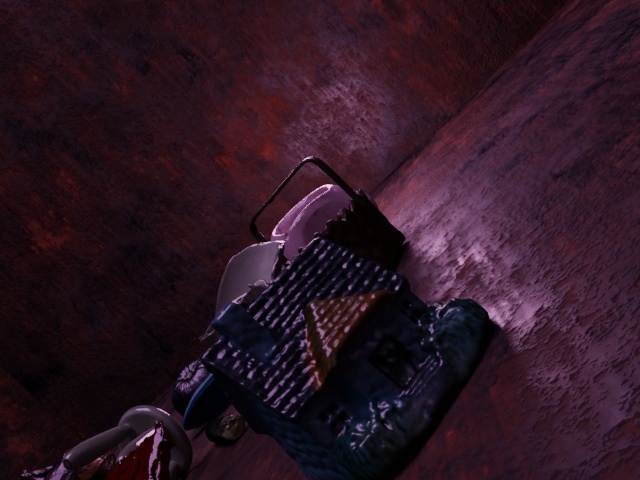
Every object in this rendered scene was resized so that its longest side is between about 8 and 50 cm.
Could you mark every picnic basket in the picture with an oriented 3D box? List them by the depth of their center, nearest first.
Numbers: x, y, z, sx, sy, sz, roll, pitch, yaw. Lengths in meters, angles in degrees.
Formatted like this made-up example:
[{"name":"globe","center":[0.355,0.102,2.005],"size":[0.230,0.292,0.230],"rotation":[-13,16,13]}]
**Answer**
[{"name":"picnic basket","center":[0.014,-0.012,1.548],"size":[0.254,0.321,0.291],"rotation":[-47,1,24]}]

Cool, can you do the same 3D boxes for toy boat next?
[{"name":"toy boat","center":[-0.280,0.413,1.769],"size":[0.299,0.096,0.061],"rotation":[-47,13,6]}]

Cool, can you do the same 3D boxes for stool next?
[{"name":"stool","center":[-0.409,0.485,1.415],"size":[0.196,0.195,0.199],"rotation":[-7,13,24]}]

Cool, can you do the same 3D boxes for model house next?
[{"name":"model house","center":[0.022,0.111,0.786],"size":[0.261,0.241,0.226],"rotation":[-47,2,-30]}]

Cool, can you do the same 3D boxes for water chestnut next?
[{"name":"water chestnut","center":[-0.675,0.681,1.764],"size":[0.300,0.300,0.300],"rotation":[-45,4,4]}]

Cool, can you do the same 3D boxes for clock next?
[{"name":"clock","center":[0.000,0.000,1.944],"size":[0.368,0.250,0.377],"rotation":[-46,5,-14]}]

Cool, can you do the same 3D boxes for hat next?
[{"name":"hat","center":[-0.113,0.150,1.429],"size":[0.258,0.168,0.301],"rotation":[-1,75,48]}]

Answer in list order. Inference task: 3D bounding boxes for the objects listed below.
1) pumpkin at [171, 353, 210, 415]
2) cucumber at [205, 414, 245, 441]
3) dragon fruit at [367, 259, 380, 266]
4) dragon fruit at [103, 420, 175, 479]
[{"name":"pumpkin","center":[-0.340,0.424,1.904],"size":[0.202,0.140,0.202],"rotation":[-33,27,19]},{"name":"cucumber","center":[-0.218,0.414,1.435],"size":[0.058,0.052,0.215],"rotation":[-25,-6,-28]},{"name":"dragon fruit","center":[0.036,0.146,1.286],"size":[0.246,0.125,0.125],"rotation":[-61,15,13]},{"name":"dragon fruit","center":[-0.360,0.532,1.192],"size":[0.343,0.100,0.282],"rotation":[-43,28,29]}]
